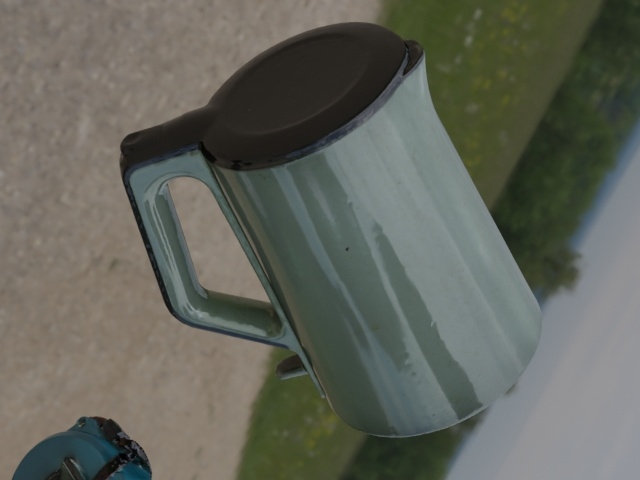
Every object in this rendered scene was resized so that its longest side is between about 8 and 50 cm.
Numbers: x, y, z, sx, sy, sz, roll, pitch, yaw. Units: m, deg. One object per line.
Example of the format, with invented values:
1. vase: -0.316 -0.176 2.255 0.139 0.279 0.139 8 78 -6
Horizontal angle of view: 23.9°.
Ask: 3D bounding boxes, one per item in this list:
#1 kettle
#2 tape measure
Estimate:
1. kettle: 0.000 0.000 1.564 0.250 0.361 0.376 -82 150 -51
2. tape measure: -0.204 0.225 1.297 0.146 0.125 0.081 -47 148 8
